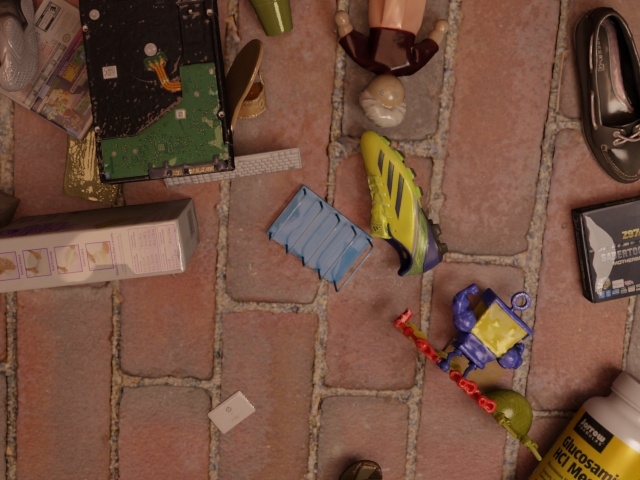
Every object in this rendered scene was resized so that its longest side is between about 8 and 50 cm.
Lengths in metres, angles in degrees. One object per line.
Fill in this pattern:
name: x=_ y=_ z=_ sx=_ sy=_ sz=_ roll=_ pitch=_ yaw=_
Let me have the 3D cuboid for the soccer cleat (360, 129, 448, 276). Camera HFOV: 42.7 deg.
soccer cleat: x=0.132 y=-0.064 z=1.522 sx=0.121 sy=0.093 sz=0.289 roll=-28 pitch=102 yaw=-2

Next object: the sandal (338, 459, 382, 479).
sandal: x=0.073 y=0.526 z=1.656 sx=0.089 sy=0.060 sz=0.219 roll=6 pitch=115 yaw=2

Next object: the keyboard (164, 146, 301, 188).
keyboard: x=-0.163 y=-0.134 z=1.512 sx=0.255 sy=0.072 sz=0.014 roll=-9 pitch=69 yaw=-1

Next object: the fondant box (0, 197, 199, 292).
fondant box: x=-0.392 y=0.004 z=1.440 sx=0.330 sy=0.238 sz=0.096 roll=-7 pitch=101 yaw=-1

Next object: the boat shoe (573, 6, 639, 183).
boat shoe: x=0.539 y=-0.259 z=1.503 sx=0.112 sy=0.095 sz=0.335 roll=-17 pitch=101 yaw=1

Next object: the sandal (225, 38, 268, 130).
sandal: x=-0.137 y=-0.246 z=1.500 sx=0.079 sy=0.088 sz=0.240 roll=15 pitch=109 yaw=-37

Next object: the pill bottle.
pill bottle: x=0.549 y=0.428 z=1.587 sx=0.188 sy=0.188 sz=0.334 roll=32 pitch=97 yaw=-8

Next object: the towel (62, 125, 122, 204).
towel: x=-0.420 y=-0.144 z=1.518 sx=0.110 sy=0.027 sz=0.148 roll=8 pitch=100 yaw=-5

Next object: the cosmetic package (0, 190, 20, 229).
cosmetic package: x=-0.679 y=0.038 z=1.480 sx=0.129 sy=0.153 sz=0.296 roll=27 pitch=97 yaw=-8

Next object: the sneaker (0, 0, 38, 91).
sneaker: x=-0.579 y=-0.368 z=1.410 sx=0.153 sy=0.101 sz=0.269 roll=-11 pitch=74 yaw=8

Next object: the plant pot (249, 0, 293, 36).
plant pot: x=-0.084 y=-0.409 z=1.463 sx=0.083 sy=0.083 sz=0.079 roll=-16 pitch=114 yaw=1

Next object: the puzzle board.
puzzle board: x=0.311 y=0.234 z=1.630 sx=0.128 sy=0.011 sz=0.096 roll=33 pitch=96 yaw=-9

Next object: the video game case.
video game case: x=-0.458 y=-0.312 z=1.472 sx=0.183 sy=0.023 sz=0.201 roll=31 pitch=88 yaw=-8

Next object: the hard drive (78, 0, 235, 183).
hard drive: x=-0.283 y=-0.277 z=1.432 sx=0.236 sy=0.064 sz=0.339 roll=-7 pitch=91 yaw=4

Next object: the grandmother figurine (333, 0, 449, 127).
grandmother figurine: x=0.126 y=-0.374 z=1.464 sx=0.207 sy=0.104 sz=0.343 roll=7 pitch=98 yaw=5

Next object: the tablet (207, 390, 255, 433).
tablet: x=-0.177 y=0.342 z=1.632 sx=0.083 sy=0.006 sz=0.054 roll=-37 pitch=100 yaw=4

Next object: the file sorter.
file sorter: x=0.000 y=0.000 z=1.525 sx=0.170 sy=0.104 sz=0.118 roll=37 pitch=98 yaw=-9

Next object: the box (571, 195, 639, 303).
box: x=0.613 y=0.008 z=1.575 sx=0.232 sy=0.059 sz=0.184 roll=-11 pitch=100 yaw=-1

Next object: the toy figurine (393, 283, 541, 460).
toy figurine: x=0.341 y=0.202 z=1.532 sx=0.362 sy=0.191 sz=0.217 roll=42 pitch=90 yaw=-10
